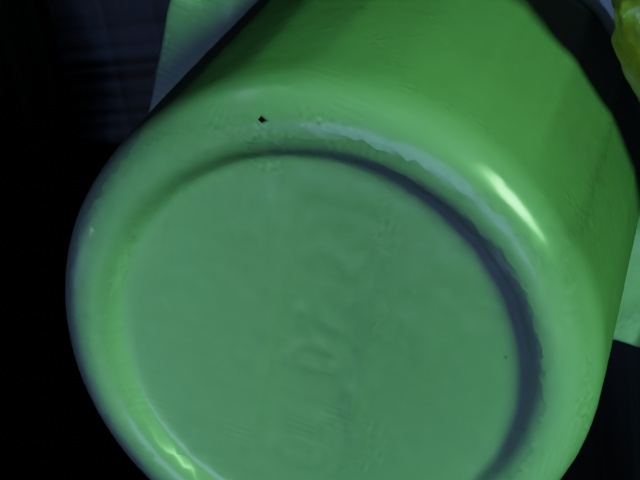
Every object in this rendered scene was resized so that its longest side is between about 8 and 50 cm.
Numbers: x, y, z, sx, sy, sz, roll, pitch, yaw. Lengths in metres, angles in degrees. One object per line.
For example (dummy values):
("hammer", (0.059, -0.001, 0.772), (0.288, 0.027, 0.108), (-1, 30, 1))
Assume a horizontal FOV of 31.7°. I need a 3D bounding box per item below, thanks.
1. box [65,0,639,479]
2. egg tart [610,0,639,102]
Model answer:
("box", (0.000, 0.000, 0.451), (0.291, 0.206, 0.262), (-21, 105, 23))
("egg tart", (0.194, -0.106, 0.399), (0.191, 0.074, 0.191), (1, 106, 5))
